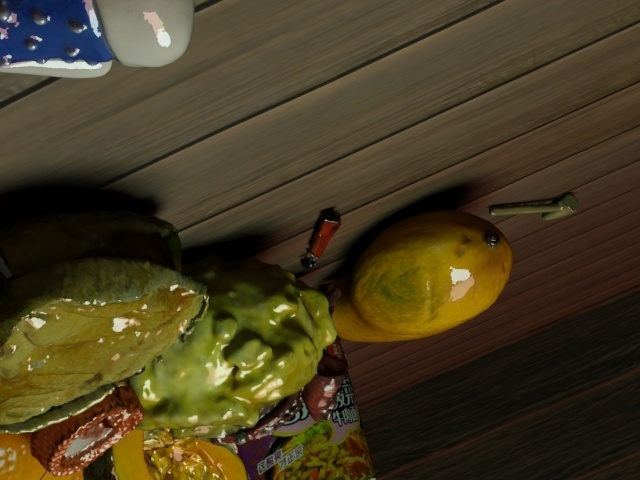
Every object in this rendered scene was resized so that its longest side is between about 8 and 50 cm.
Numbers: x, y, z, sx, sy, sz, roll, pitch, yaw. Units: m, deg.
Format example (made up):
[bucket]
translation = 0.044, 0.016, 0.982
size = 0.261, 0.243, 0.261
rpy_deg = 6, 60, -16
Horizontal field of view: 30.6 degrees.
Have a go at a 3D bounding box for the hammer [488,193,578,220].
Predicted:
[hammer]
translation = 0.284, -0.042, 1.624
size = 0.195, 0.028, 0.060
rpy_deg = -3, 163, -46

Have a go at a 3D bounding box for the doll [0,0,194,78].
[doll]
translation = -0.161, -0.100, 0.531
size = 0.293, 0.119, 0.138
rpy_deg = -27, 159, -7

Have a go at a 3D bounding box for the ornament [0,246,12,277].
[ornament]
translation = -0.312, 0.008, 0.752
size = 0.203, 0.081, 0.088
rpy_deg = -19, 165, -6

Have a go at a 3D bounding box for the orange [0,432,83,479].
[orange]
translation = -0.340, 0.231, 1.224
size = 0.182, 0.235, 0.234
rpy_deg = 1, 163, -4

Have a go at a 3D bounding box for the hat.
[hat]
translation = -0.260, 0.138, 1.138
size = 0.112, 0.162, 0.094
rpy_deg = -38, 155, -8

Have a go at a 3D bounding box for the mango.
[mango]
translation = 0.121, 0.051, 1.469
size = 0.186, 0.144, 0.359
rpy_deg = -5, 167, -19

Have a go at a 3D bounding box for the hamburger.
[hamburger]
translation = -0.238, 0.064, 0.969
size = 0.285, 0.134, 0.265
rpy_deg = -34, 157, 20

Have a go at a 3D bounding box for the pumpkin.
[pumpkin]
translation = -0.260, 0.308, 1.542
size = 0.232, 0.325, 0.242
rpy_deg = 3, -141, 35

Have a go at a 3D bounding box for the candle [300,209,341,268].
[candle]
translation = 0.001, 0.000, 1.327
size = 0.026, 0.021, 0.167
rpy_deg = -18, 165, -15

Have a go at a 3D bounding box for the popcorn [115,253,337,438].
[popcorn]
translation = -0.121, 0.100, 1.231
size = 0.266, 0.192, 0.233
rpy_deg = -4, -161, 42

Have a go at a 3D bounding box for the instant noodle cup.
[instant noodle cup]
translation = -0.071, 0.281, 1.762
size = 0.339, 0.266, 0.340
rpy_deg = -22, 165, -6

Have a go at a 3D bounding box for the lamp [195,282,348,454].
[lamp]
translation = -0.079, 0.156, 1.422
size = 0.223, 0.215, 0.151
rpy_deg = -1, 140, -14
